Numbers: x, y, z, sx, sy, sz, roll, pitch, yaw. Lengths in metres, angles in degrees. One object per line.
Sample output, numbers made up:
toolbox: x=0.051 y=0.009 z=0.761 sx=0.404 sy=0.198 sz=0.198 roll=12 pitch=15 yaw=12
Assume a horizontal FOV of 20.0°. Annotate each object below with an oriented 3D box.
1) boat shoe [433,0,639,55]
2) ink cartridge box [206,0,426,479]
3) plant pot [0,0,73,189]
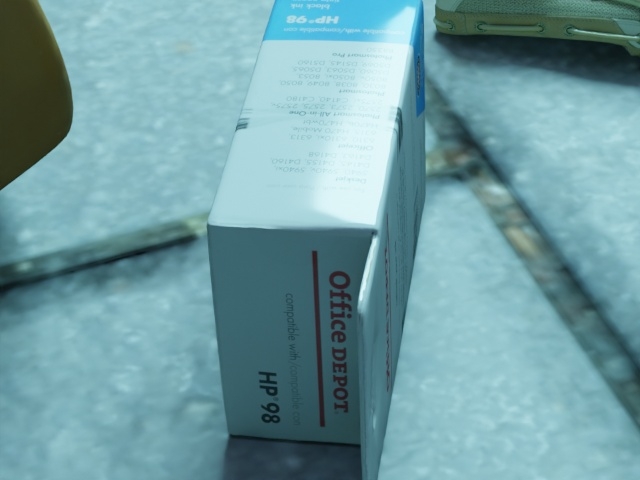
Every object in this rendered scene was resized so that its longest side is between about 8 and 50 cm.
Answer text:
boat shoe: x=0.129 y=-0.105 z=0.833 sx=0.153 sy=0.048 sz=0.056 roll=11 pitch=30 yaw=6
ink cartridge box: x=0.000 y=0.000 z=0.663 sx=0.060 sy=0.104 sz=0.180 roll=4 pitch=40 yaw=8
plant pot: x=-0.263 y=-0.080 z=0.667 sx=0.291 sy=0.291 sz=0.203 roll=32 pitch=68 yaw=34
